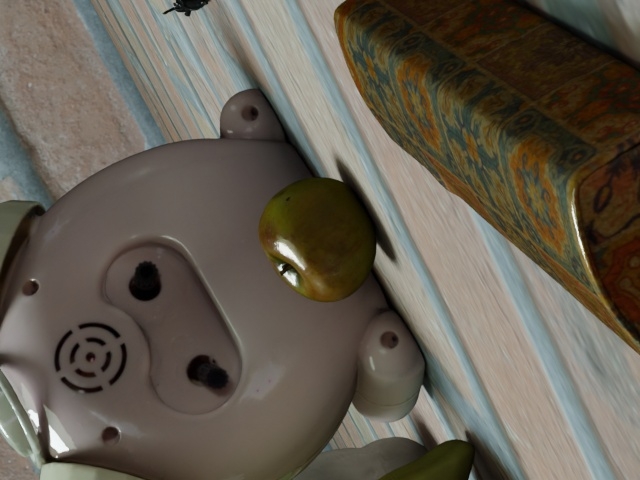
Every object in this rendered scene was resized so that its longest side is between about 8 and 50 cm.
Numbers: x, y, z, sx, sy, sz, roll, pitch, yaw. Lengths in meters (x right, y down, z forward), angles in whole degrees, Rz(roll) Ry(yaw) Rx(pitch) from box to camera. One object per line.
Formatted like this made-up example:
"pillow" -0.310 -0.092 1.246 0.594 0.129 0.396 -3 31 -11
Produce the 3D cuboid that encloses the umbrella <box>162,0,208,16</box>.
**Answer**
"umbrella" -0.109 -0.202 1.507 0.022 0.022 0.149 66 164 -12

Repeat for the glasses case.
"glasses case" 0.067 -0.032 0.580 0.075 0.049 0.218 63 174 -25

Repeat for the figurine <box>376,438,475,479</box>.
"figurine" 0.079 0.393 1.376 0.378 0.266 0.361 57 158 14

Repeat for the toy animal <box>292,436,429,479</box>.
"toy animal" 0.043 0.302 1.753 0.357 0.257 0.194 76 -169 -65

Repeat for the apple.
"apple" 0.000 0.000 1.239 0.089 0.074 0.089 57 173 11

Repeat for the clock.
"clock" -0.120 0.078 1.434 0.342 0.325 0.184 58 173 24
